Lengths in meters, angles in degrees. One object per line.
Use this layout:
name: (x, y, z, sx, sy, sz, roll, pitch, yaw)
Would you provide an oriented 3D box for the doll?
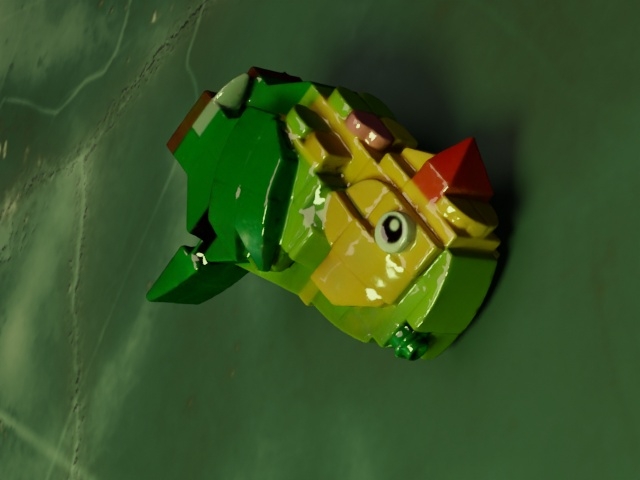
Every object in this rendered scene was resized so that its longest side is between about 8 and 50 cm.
doll: (0.002, -0.008, 0.723, 0.186, 0.106, 0.134, 19, 96, 39)
